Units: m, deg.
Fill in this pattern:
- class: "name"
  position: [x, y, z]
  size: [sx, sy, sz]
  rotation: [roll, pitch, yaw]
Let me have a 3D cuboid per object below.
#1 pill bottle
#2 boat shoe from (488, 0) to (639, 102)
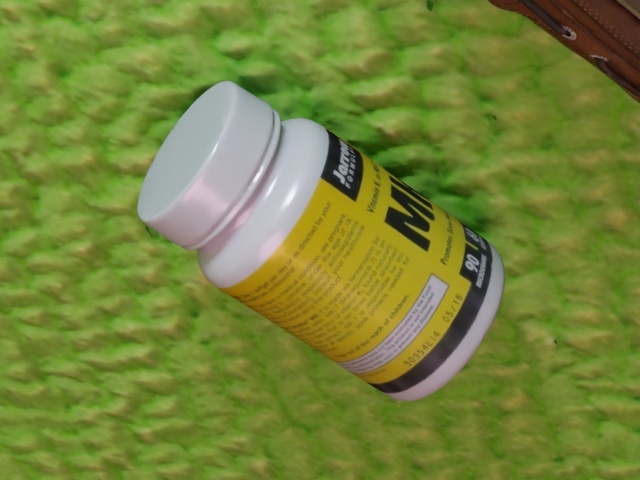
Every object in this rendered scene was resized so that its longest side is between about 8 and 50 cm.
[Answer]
- class: "pill bottle"
  position: [0.000, 0.000, 1.051]
  size: [0.208, 0.119, 0.119]
  rotation: [33, 131, -22]
- class: "boat shoe"
  position: [0.107, -0.161, 0.857]
  size: [0.307, 0.111, 0.104]
  rotation: [39, 148, -16]
